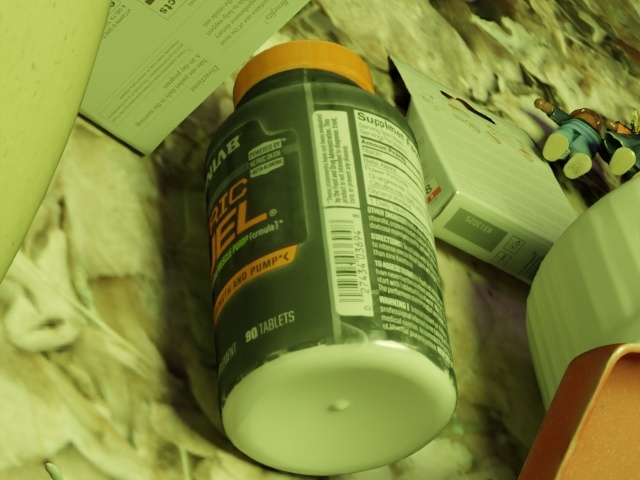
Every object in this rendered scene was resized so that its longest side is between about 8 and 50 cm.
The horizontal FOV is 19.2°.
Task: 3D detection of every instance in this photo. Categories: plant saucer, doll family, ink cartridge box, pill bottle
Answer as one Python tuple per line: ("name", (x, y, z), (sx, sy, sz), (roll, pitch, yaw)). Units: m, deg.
("plant saucer", (0.181, 0.167, 1.062), (0.259, 0.258, 0.047), (7, 21, -43))
("doll family", (0.242, -0.045, 1.436), (0.193, 0.076, 0.111), (51, 28, -6))
("ink cartridge box", (0.112, -0.045, 1.345), (0.145, 0.045, 0.179), (26, 23, -31))
("pill bottle", (0.000, 0.000, 1.080), (0.130, 0.130, 0.246), (25, 42, -33))

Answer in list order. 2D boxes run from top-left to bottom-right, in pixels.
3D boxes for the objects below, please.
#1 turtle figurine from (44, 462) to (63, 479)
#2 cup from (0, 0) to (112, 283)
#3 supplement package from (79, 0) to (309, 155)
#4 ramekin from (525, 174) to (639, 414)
("turtle figurine", (-0.140, 0.181, 0.765), (0.175, 0.118, 0.234), (-31, 100, -37))
("cup", (-0.244, -0.037, 0.722), (0.331, 0.331, 0.237), (12, 75, -42))
("supplement package", (-0.066, -0.219, 1.089), (0.145, 0.262, 0.204), (34, 38, -23))
("ramekin", (0.265, 0.066, 1.204), (0.277, 0.277, 0.135), (23, 35, -34))
